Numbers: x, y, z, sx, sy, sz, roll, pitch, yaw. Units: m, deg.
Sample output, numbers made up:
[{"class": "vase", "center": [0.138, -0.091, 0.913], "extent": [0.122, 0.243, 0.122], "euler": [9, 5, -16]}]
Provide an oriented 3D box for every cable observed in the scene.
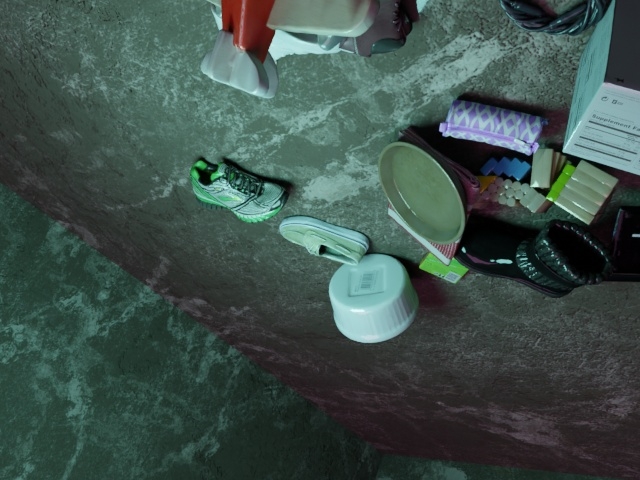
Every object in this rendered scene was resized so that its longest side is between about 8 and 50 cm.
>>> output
[{"class": "cable", "center": [0.384, -0.417, 0.924], "extent": [0.184, 0.047, 0.151], "euler": [16, 154, 19]}]

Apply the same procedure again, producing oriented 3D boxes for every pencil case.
[{"class": "pencil case", "center": [0.362, -0.235, 1.153], "extent": [0.206, 0.088, 0.086], "euler": [16, 145, 16]}]

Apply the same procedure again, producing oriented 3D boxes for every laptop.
[{"class": "laptop", "center": [0.762, 0.017, 1.257], "extent": [0.234, 0.137, 0.265], "euler": [0, 118, 8]}]

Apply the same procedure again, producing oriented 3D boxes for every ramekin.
[{"class": "ramekin", "center": [0.159, 0.168, 1.708], "extent": [0.277, 0.277, 0.135], "euler": [5, 136, 28]}]

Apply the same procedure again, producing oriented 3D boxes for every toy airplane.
[{"class": "toy airplane", "center": [-0.078, -0.438, 0.954], "extent": [0.384, 0.272, 0.386], "euler": [-33, 79, 52]}]

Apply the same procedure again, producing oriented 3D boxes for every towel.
[{"class": "towel", "center": [0.270, -0.100, 1.362], "extent": [0.237, 0.037, 0.329], "euler": [45, 157, 26]}]

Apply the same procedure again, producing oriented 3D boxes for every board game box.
[{"class": "board game box", "center": [0.386, 0.035, 1.574], "extent": [0.124, 0.039, 0.259], "euler": [24, 151, 2]}]

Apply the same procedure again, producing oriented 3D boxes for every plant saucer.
[{"class": "plant saucer", "center": [0.243, -0.115, 1.291], "extent": [0.278, 0.041, 0.278], "euler": [45, 158, 24]}]

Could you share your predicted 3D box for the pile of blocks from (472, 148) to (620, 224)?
[{"class": "pile of blocks", "center": [0.478, -0.130, 1.236], "extent": [0.362, 0.149, 0.112], "euler": [11, -171, 37]}]

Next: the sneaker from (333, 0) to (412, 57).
[{"class": "sneaker", "center": [0.131, -0.456, 1.011], "extent": [0.162, 0.107, 0.281], "euler": [11, 141, -32]}]

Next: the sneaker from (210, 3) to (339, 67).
[{"class": "sneaker", "center": [-0.078, -0.430, 1.180], "extent": [0.292, 0.108, 0.169], "euler": [17, 161, 8]}]

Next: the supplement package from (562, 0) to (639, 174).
[{"class": "supplement package", "center": [0.525, -0.245, 0.862], "extent": [0.204, 0.262, 0.145], "euler": [19, 148, 10]}]

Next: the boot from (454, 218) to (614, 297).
[{"class": "boot", "center": [0.488, 0.021, 1.314], "extent": [0.347, 0.131, 0.260], "euler": [19, 170, 12]}]

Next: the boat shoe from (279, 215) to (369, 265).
[{"class": "boat shoe", "center": [0.000, 0.000, 1.731], "extent": [0.302, 0.094, 0.109], "euler": [12, 146, 20]}]

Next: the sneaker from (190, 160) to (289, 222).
[{"class": "sneaker", "center": [-0.255, -0.153, 1.649], "extent": [0.343, 0.134, 0.146], "euler": [11, 145, 22]}]
